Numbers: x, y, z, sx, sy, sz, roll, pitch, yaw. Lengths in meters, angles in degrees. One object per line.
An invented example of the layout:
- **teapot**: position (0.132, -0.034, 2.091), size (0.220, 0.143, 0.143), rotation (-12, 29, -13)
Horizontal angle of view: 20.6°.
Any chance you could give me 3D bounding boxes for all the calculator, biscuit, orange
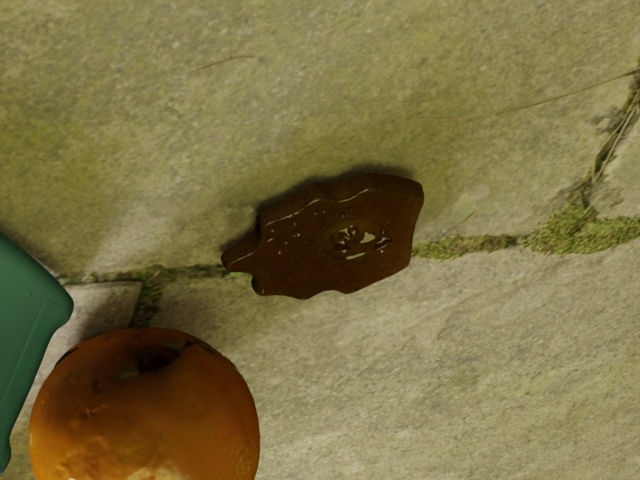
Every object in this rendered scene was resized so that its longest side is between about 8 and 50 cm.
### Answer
- **calculator**: position (-0.376, 0.091, 1.613), size (0.386, 0.054, 0.256), rotation (31, 79, -53)
- **biscuit**: position (-0.001, -0.002, 1.849), size (0.215, 0.034, 0.182), rotation (-10, 143, -15)
- **orange**: position (-0.184, 0.207, 1.852), size (0.246, 0.246, 0.246), rotation (-16, 145, -11)
